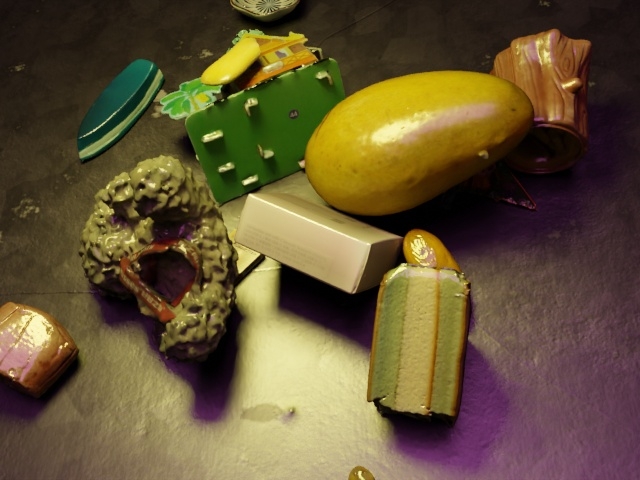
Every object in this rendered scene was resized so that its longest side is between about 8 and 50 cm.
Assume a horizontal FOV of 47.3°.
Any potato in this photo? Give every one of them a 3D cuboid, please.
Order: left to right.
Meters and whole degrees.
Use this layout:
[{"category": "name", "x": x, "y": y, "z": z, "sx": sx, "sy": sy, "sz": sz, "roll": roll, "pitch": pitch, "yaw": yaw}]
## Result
[{"category": "potato", "x": 0.076, "y": 0.403, "z": 1.164, "sx": 0.046, "sy": 0.045, "sz": 0.092, "roll": -10, "pitch": 49, "yaw": -44}]

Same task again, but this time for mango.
[{"category": "mango", "x": 0.179, "y": -0.192, "z": 1.382, "sx": 0.445, "sy": 0.220, "sz": 0.301, "roll": -14, "pitch": 35, "yaw": 30}, {"category": "mango", "x": 0.217, "y": 0.055, "z": 1.350, "sx": 0.098, "sy": 0.075, "sz": 0.190, "roll": -4, "pitch": 54, "yaw": -50}]

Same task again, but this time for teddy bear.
[{"category": "teddy bear", "x": -0.325, "y": 0.041, "z": 1.335, "sx": 0.367, "sy": 0.224, "sz": 0.357, "roll": -9, "pitch": 97, "yaw": 31}]

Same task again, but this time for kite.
[{"category": "kite", "x": 0.302, "y": -0.150, "z": 1.522, "sx": 0.321, "sy": 0.016, "sz": 0.234, "roll": 15, "pitch": 58, "yaw": 16}]

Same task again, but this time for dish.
[{"category": "dish", "x": -0.131, "y": -0.607, "z": 1.853, "sx": 0.190, "sy": 0.066, "sz": 0.191, "roll": -3, "pitch": 55, "yaw": 4}]

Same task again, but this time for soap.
[{"category": "soap", "x": -0.172, "y": -0.356, "z": 1.467, "sx": 0.089, "sy": 0.033, "sz": 0.168, "roll": 13, "pitch": 47, "yaw": 31}]

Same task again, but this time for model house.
[{"category": "model house", "x": -0.153, "y": -0.291, "z": 1.592, "sx": 0.357, "sy": 0.242, "sz": 0.313, "roll": -25, "pitch": 41, "yaw": -7}]

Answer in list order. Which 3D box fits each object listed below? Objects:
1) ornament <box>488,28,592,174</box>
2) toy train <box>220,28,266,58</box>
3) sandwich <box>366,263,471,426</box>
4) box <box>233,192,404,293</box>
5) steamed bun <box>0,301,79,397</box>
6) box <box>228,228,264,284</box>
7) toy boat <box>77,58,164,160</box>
[{"category": "ornament", "x": 0.444, "y": -0.262, "z": 1.474, "sx": 0.235, "sy": 0.221, "sz": 0.217, "roll": -13, "pitch": 55, "yaw": 34}, {"category": "toy train", "x": -0.189, "y": -0.460, "z": 1.780, "sx": 0.071, "sy": 0.038, "sz": 0.148, "roll": 16, "pitch": 60, "yaw": 15}, {"category": "sandwich", "x": 0.162, "y": 0.182, "z": 1.189, "sx": 0.155, "sy": 0.227, "sz": 0.198, "roll": 5, "pitch": 57, "yaw": 12}, {"category": "box", "x": 0.000, "y": 0.000, "z": 1.341, "sx": 0.251, "sy": 0.203, "sz": 0.106, "roll": 24, "pitch": 101, "yaw": 20}, {"category": "steamed bun", "x": -0.546, "y": 0.200, "z": 1.353, "sx": 0.175, "sy": 0.106, "sz": 0.145, "roll": 32, "pitch": 60, "yaw": 10}, {"category": "box", "x": -0.193, "y": 0.054, "z": 1.446, "sx": 0.089, "sy": 0.022, "sz": 0.156, "roll": 37, "pitch": 68, "yaw": 28}, {"category": "toy boat", "x": -0.475, "y": -0.306, "z": 1.701, "sx": 0.096, "sy": 0.062, "sz": 0.299, "roll": 20, "pitch": 61, "yaw": 19}]
